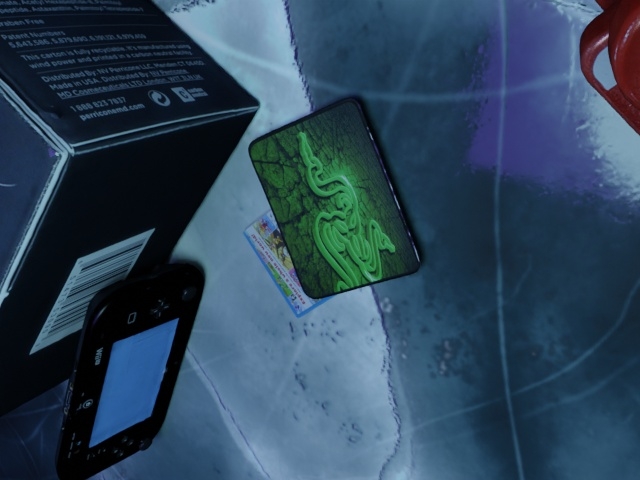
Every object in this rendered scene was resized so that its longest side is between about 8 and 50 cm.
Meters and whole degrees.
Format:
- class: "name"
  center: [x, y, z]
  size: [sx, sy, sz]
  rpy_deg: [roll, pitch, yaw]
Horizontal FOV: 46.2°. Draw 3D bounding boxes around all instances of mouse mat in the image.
- class: "mouse mat"
  center: [0.010, -0.038, 0.782]
  size: [0.153, 0.007, 0.189]
  rpy_deg: [-19, 97, 35]

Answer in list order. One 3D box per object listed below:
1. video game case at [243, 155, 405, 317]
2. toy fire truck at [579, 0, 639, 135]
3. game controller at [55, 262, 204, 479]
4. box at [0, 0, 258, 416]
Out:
- class: "video game case"
  center: [0.000, 0.000, 0.815]
  size: [0.166, 0.015, 0.119]
  rpy_deg: [-35, 87, 36]
- class: "toy fire truck"
  center: [0.330, -0.149, 0.472]
  size: [0.254, 0.169, 0.302]
  rpy_deg: [37, 128, -22]
- class: "game controller"
  center: [-0.240, 0.169, 0.933]
  size: [0.067, 0.166, 0.319]
  rpy_deg: [31, 121, 19]
- class: "box"
  center: [-0.412, -0.109, 0.865]
  size: [0.472, 0.297, 0.480]
  rpy_deg: [44, 123, 10]
